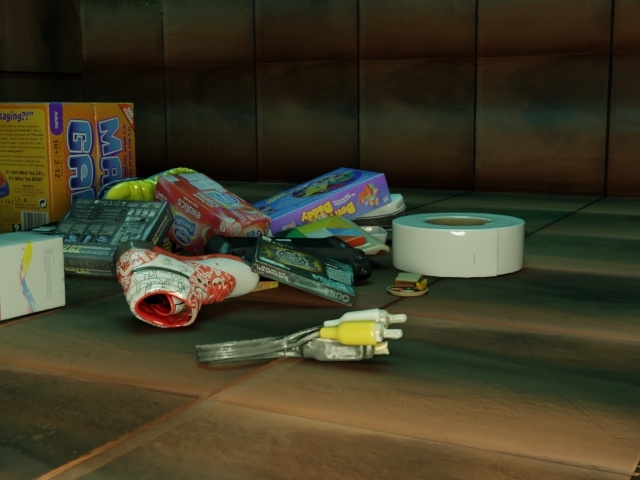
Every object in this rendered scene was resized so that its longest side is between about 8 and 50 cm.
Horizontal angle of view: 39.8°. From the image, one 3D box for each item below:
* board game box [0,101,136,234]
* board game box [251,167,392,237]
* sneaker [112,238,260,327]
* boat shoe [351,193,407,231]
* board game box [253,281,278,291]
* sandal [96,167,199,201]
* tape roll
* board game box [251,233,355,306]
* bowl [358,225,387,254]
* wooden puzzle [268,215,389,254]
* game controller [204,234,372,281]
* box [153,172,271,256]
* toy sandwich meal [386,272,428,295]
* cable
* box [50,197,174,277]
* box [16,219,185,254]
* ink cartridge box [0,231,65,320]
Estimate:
[{"bbox_3d":[-0.756,-0.200,2.429,0.356,0.357,0.356,4,10,24],"label":"board game box"},{"bbox_3d":[-0.033,-0.077,2.166,0.347,0.078,0.233,-24,17,-19],"label":"board game box"},{"bbox_3d":[-0.206,0.088,1.461,0.270,0.090,0.145,14,32,-35],"label":"sneaker"},{"bbox_3d":[0.099,-0.051,2.275,0.301,0.102,0.108,-6,23,39],"label":"boat shoe"},{"bbox_3d":[-0.214,0.081,1.646,0.259,0.039,0.124,-5,12,-44],"label":"board game box"},{"bbox_3d":[-0.411,-0.109,2.132,0.138,0.126,0.317,3,7,43],"label":"sandal"},{"bbox_3d":[0.295,0.005,1.895,0.286,0.100,0.286,0,9,0],"label":"tape roll"},{"bbox_3d":[-0.030,0.051,1.571,0.186,0.026,0.126,20,21,-8],"label":"board game box"},{"bbox_3d":[0.082,0.001,2.083,0.142,0.053,0.142,-1,9,-6],"label":"bowl"},{"bbox_3d":[0.000,0.000,1.927,0.238,0.044,0.221,-12,22,-20],"label":"wooden puzzle"},{"bbox_3d":[-0.060,0.034,1.707,0.319,0.067,0.166,1,13,-30],"label":"game controller"},{"bbox_3d":[-0.244,-0.044,1.932,0.256,0.123,0.128,32,27,35],"label":"box"},{"bbox_3d":[0.163,0.081,1.640,0.085,0.029,0.085,-1,9,0],"label":"toy sandwich meal"},{"bbox_3d":[-0.025,0.128,1.225,0.287,0.072,0.139,0,3,4],"label":"cable"},{"bbox_3d":[-0.449,-0.007,1.858,0.232,0.059,0.183,2,44,19],"label":"box"},{"bbox_3d":[-0.495,-0.001,2.060,0.321,0.079,0.257,2,11,15],"label":"box"},{"bbox_3d":[-0.543,0.059,1.507,0.128,0.127,0.176,6,11,35],"label":"ink cartridge box"}]
